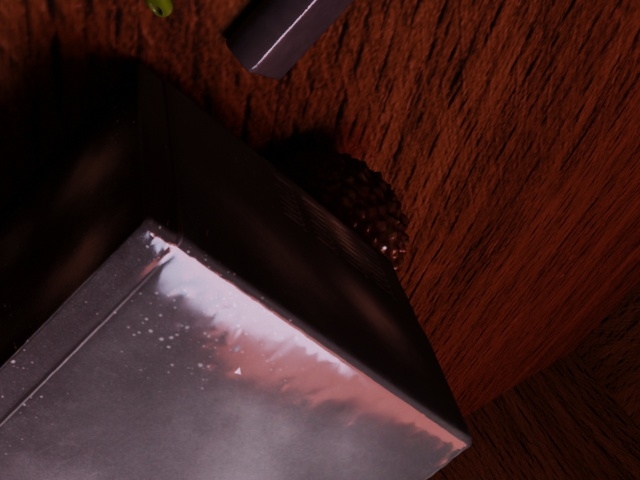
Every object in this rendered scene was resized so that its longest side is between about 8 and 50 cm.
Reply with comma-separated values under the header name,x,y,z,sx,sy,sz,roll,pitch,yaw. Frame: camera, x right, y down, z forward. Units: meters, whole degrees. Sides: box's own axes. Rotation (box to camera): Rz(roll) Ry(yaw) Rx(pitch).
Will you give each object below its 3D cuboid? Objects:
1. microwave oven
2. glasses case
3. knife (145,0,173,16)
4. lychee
name,x,y,z,sx,sy,sz,roll,pitch,yaw
microwave oven,-0.157,0.148,0.729,0.432,0.236,0.374,-42,121,16
glasses case,0.008,-0.205,0.708,0.190,0.042,0.072,-44,163,19
knife,-0.126,-0.195,0.563,0.026,0.022,0.184,-58,161,-14
lychee,0.000,0.000,0.916,0.188,0.188,0.188,-30,157,-14
